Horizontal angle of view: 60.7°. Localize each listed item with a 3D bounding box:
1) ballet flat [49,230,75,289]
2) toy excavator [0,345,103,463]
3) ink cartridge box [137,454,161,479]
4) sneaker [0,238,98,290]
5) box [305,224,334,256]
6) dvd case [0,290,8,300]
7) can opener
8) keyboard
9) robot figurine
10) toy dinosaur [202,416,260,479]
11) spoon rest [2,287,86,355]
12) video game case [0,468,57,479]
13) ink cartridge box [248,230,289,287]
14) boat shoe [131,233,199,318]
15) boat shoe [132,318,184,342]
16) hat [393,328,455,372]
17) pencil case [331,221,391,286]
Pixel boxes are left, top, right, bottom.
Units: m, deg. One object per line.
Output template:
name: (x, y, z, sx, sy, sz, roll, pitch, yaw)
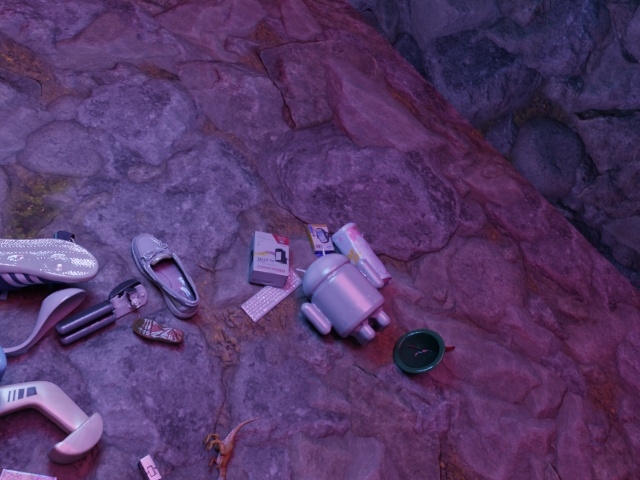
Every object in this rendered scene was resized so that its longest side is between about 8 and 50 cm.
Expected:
ballet flat: (-0.760, 0.057, 1.623, 0.074, 0.074, 0.203, 5, 52, -24)
toy excavator: (-0.794, 0.364, 1.301, 0.445, 0.222, 0.432, -9, 62, -42)
ink cartridge box: (-0.435, 0.597, 1.398, 0.028, 0.048, 0.083, -22, 69, -37)
sneaker: (-0.801, 0.080, 1.510, 0.350, 0.148, 0.131, 9, 49, -17)
box: (0.000, 0.000, 2.081, 0.081, 0.028, 0.136, -1, 55, -28)
dvd case: (-0.919, 0.110, 1.537, 0.087, 0.013, 0.119, 9, 52, -21)
can opener: (-0.632, 0.206, 1.587, 0.093, 0.074, 0.280, 20, 36, 35)
keyboard: (-0.162, 0.182, 1.871, 0.072, 0.014, 0.256, 44, 49, 9)
robot figurine: (0.079, 0.187, 1.864, 0.300, 0.199, 0.353, -37, 77, -24)
toy dinosaur: (-0.262, 0.568, 1.513, 0.112, 0.064, 0.211, 36, 55, -23)
spoon rest: (-0.757, 0.221, 1.476, 0.276, 0.137, 0.084, -35, 83, -26)
video game case: (-0.701, 0.595, 1.289, 0.122, 0.011, 0.087, 17, 50, -16)
ink cartridge box: (-0.177, 0.065, 1.899, 0.128, 0.072, 0.175, 11, 48, -16)
boat shoe: (-0.480, 0.095, 1.712, 0.118, 0.103, 0.320, -23, 69, -37)
boat shoe: (-0.483, 0.273, 1.625, 0.153, 0.048, 0.056, 14, 63, -9)
hat: (0.384, 0.431, 1.959, 0.209, 0.183, 0.172, -16, 47, 12)
pencil case: (0.154, 0.064, 2.055, 0.124, 0.113, 0.273, 4, 49, -58)
